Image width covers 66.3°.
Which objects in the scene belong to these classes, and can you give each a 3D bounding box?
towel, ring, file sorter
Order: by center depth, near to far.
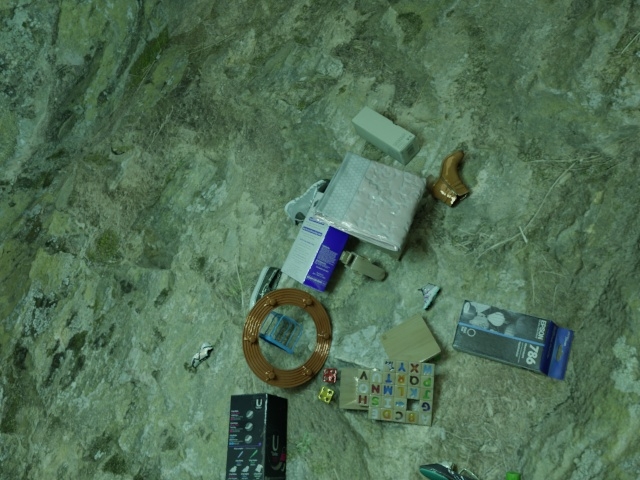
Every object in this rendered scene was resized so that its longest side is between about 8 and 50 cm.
[{"bbox_3d":[-0.104,0.328,1.663,0.032,0.337,0.336,-10,56,61],"label":"ring"},{"bbox_3d":[0.178,-0.146,1.683,0.317,0.053,0.331,22,57,8],"label":"towel"},{"bbox_3d":[-0.164,0.316,1.755,0.170,0.118,0.104,9,65,52],"label":"file sorter"}]

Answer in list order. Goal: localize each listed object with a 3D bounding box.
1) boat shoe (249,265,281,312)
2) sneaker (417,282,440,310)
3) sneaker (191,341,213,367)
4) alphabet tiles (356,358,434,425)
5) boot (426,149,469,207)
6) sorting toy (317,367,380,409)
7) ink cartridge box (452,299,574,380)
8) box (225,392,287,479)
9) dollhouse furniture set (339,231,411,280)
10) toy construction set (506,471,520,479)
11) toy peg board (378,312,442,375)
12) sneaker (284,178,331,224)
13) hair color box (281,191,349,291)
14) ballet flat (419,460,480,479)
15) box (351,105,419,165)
[{"bbox_3d":[-0.211,0.201,1.884,0.070,0.078,0.219,6,68,25],"label":"boat shoe"},{"bbox_3d":[0.360,0.189,1.686,0.069,0.038,0.098,27,70,31],"label":"sneaker"},{"bbox_3d":[-0.458,0.446,1.893,0.044,0.040,0.109,29,81,28],"label":"sneaker"},{"bbox_3d":[0.234,0.474,1.544,0.237,0.009,0.198,3,94,10],"label":"alphabet tiles"},{"bbox_3d":[0.495,-0.226,1.801,0.197,0.073,0.152,-48,57,10],"label":"boot"},{"bbox_3d":[0.127,0.495,1.632,0.275,0.046,0.132,-5,66,20],"label":"sorting toy"},{"bbox_3d":[0.595,0.304,1.523,0.333,0.065,0.165,11,71,25],"label":"ink cartridge box"},{"bbox_3d":[-0.207,0.655,1.623,0.144,0.165,0.270,-9,64,18],"label":"box"},{"bbox_3d":[0.153,-0.036,1.870,0.356,0.174,0.303,29,92,59],"label":"dollhouse furniture set"},{"bbox_3d":[0.437,0.703,1.267,0.309,0.257,0.237,-3,84,22],"label":"toy construction set"},{"bbox_3d":[0.303,0.356,1.619,0.161,0.079,0.160,-31,44,7],"label":"toy peg board"},{"bbox_3d":[-0.028,-0.138,1.971,0.229,0.086,0.132,-35,63,16],"label":"sneaker"},{"bbox_3d":[0.000,0.000,1.802,0.185,0.110,0.338,23,89,59],"label":"hair color box"},{"bbox_3d":[0.393,0.691,1.429,0.203,0.074,0.074,14,73,33],"label":"ballet flat"},{"bbox_3d":[0.259,-0.421,1.960,0.094,0.113,0.275,-46,60,-3],"label":"box"}]
